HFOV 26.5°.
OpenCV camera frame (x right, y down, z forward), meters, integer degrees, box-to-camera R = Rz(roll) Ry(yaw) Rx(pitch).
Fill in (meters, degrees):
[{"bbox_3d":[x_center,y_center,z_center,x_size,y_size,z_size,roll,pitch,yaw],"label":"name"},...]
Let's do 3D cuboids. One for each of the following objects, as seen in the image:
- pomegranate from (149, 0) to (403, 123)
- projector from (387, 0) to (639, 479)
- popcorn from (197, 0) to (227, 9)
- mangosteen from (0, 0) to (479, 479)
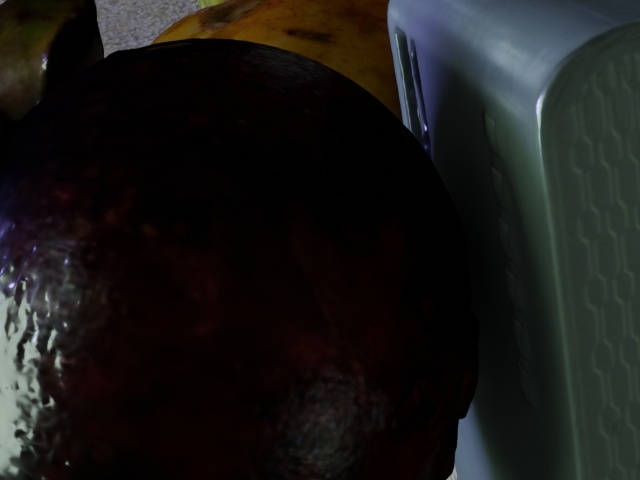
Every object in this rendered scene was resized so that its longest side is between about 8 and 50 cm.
[{"bbox_3d":[0.000,0.000,0.693,0.264,0.264,0.264,169,90,-84],"label":"pomegranate"},{"bbox_3d":[0.106,0.028,0.467,0.198,0.108,0.250,-119,17,-71],"label":"projector"},{"bbox_3d":[-0.010,-0.208,0.822,0.204,0.183,0.221,-98,-3,-79],"label":"popcorn"},{"bbox_3d":[-0.049,0.027,0.435,0.210,0.209,0.210,169,90,-84],"label":"mangosteen"}]
